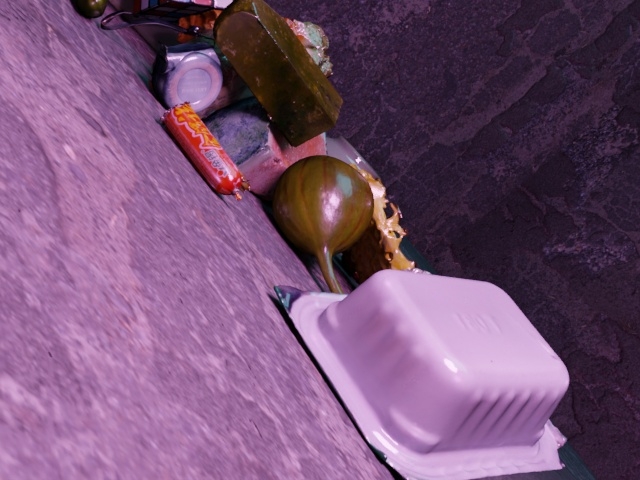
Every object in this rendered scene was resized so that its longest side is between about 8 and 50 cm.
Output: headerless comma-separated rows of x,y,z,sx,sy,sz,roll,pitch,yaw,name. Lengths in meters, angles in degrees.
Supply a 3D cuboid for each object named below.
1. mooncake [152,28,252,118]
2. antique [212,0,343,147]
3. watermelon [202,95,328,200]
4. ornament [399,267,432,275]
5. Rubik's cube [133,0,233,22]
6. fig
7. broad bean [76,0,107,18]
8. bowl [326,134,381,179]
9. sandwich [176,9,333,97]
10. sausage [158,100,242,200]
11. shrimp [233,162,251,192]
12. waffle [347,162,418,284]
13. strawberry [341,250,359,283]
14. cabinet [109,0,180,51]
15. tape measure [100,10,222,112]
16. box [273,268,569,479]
-0.179,-0.253,1.517,0.130,0.125,0.073,45,-30,27,mooncake
-0.063,-0.251,1.451,0.221,0.081,0.080,54,27,-23,antique
-0.063,-0.135,1.590,0.226,0.148,0.318,56,8,-5,watermelon
0.140,0.162,1.304,0.120,0.130,0.285,25,27,-31,ornament
-0.209,-0.442,1.661,0.154,0.151,0.155,2,0,-33,Rubik's cube
0.000,0.000,1.445,0.151,0.151,0.259,43,41,-45,fig
-0.321,-0.349,1.437,0.046,0.061,0.195,22,26,-13,broad bean
0.035,-0.127,2.131,0.289,0.146,0.289,48,7,-8,bowl
-0.132,-0.314,1.681,0.212,0.109,0.292,15,-13,-32,sandwich
-0.143,-0.106,1.262,0.145,0.048,0.050,53,13,14,sausage
-0.139,-0.106,1.381,0.114,0.023,0.083,47,7,33,shrimp
0.092,0.019,1.618,0.262,0.060,0.281,-133,-151,-56,waffle
0.078,0.035,1.798,0.096,0.083,0.083,58,8,13,strawberry
-0.267,-0.424,1.832,0.206,0.145,0.150,46,8,-26,cabinet
-0.225,-0.259,1.439,0.179,0.107,0.104,34,39,28,tape measure
0.145,0.123,1.099,0.336,0.106,0.264,9,36,-47,box
